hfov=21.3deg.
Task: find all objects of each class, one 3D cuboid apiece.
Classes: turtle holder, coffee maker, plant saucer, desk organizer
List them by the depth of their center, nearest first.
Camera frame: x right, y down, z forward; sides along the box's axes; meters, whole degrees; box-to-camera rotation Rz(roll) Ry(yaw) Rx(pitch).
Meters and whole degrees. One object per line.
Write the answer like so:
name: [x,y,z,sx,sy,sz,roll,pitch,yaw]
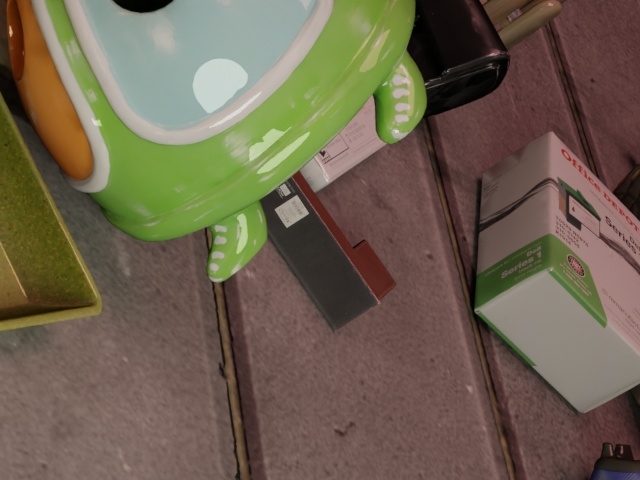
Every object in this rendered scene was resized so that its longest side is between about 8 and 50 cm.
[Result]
plant saucer: [-0.235,-0.020,0.990,0.188,0.045,0.188,-8,67,-58]
turtle holder: [-0.057,-0.155,1.104,0.227,0.320,0.243,48,23,-27]
desk organizer: [0.000,0.000,1.325,0.130,0.047,0.050,55,26,-1]
coffee maker: [0.108,-0.220,1.587,0.178,0.171,0.120,66,14,14]

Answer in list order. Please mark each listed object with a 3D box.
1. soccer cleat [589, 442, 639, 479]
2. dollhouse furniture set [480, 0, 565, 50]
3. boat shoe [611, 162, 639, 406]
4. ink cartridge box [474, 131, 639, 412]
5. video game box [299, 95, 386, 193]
soccer cleat: [0.318,0.252,1.532,0.289,0.093,0.121,20,75,-53]
dollhouse furniture set: [0.217,-0.339,1.883,0.242,0.161,0.212,5,57,-55]
boat shoe: [0.383,0.065,1.725,0.130,0.132,0.355,22,42,-23]
ink cartridge box: [0.229,0.025,1.596,0.160,0.093,0.219,42,32,-24]
video game box: [-0.022,-0.140,1.436,0.187,0.048,0.205,57,28,-2]
